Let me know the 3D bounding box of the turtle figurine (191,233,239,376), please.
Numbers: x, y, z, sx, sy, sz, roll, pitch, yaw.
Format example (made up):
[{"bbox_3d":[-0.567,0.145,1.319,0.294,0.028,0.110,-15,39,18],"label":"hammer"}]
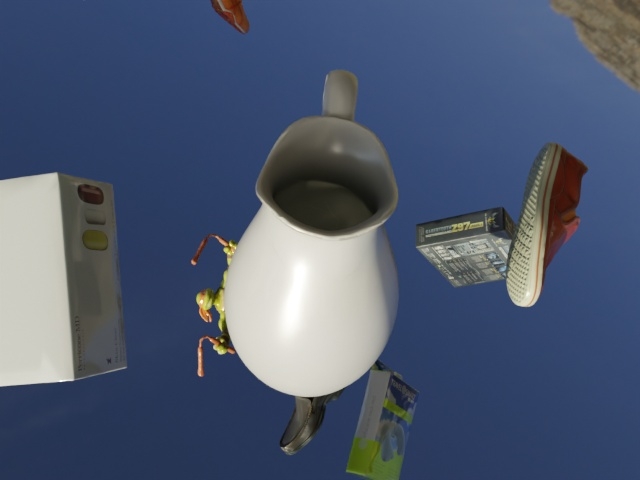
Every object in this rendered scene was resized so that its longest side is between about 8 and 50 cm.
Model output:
[{"bbox_3d":[-0.147,0.129,1.488,0.218,0.087,0.269,5,-101,-12],"label":"turtle figurine"}]

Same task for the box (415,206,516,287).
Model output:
[{"bbox_3d":[0.323,0.019,1.590,0.233,0.184,0.059,38,-132,-51],"label":"box"}]

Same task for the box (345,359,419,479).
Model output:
[{"bbox_3d":[0.099,0.280,1.185,0.109,0.043,0.178,41,-122,-48],"label":"box"}]

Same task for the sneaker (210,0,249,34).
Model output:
[{"bbox_3d":[-0.148,-0.398,1.218,0.067,0.175,0.064,-41,-130,-8],"label":"sneaker"}]

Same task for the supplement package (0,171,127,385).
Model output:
[{"bbox_3d":[-0.390,0.056,1.031,0.204,0.145,0.261,-6,-93,13],"label":"supplement package"}]

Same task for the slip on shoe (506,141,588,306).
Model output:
[{"bbox_3d":[0.406,-0.028,1.364,0.101,0.123,0.331,23,-119,-1],"label":"slip on shoe"}]

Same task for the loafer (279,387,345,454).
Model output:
[{"bbox_3d":[-0.022,0.270,1.273,0.061,0.062,0.170,41,-108,-28],"label":"loafer"}]

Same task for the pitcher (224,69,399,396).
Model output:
[{"bbox_3d":[0.000,0.000,0.553,0.126,0.207,0.177,9,-132,2],"label":"pitcher"}]
